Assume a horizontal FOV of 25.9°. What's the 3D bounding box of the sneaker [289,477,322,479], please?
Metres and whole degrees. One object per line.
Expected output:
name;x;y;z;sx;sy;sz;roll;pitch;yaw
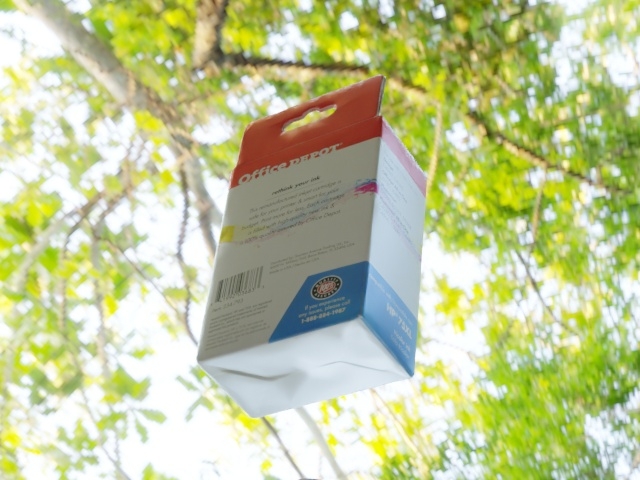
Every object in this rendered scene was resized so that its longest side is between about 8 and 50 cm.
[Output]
sneaker;-0.022;0.168;0.663;0.252;0.111;0.103;-13;-104;58

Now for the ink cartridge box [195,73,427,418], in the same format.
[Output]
ink cartridge box;0.000;0.000;0.996;0.134;0.078;0.231;-17;-136;27
